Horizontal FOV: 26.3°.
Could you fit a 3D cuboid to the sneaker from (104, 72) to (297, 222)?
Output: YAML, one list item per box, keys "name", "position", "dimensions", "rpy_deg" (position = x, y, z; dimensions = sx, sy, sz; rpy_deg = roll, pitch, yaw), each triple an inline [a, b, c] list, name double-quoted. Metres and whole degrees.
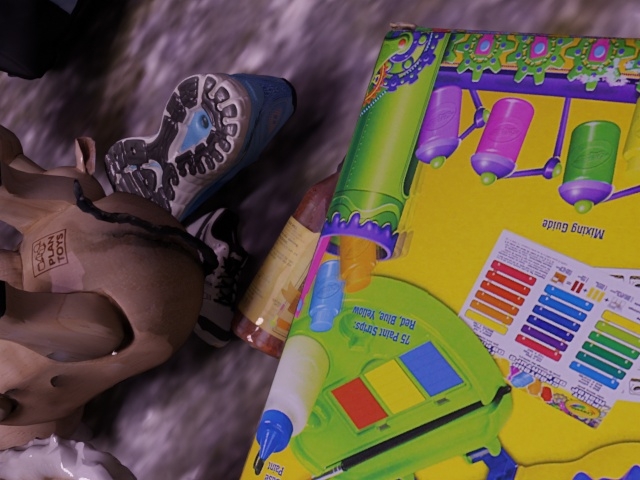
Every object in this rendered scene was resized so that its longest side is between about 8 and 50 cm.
- name: "sneaker"
  position: [-0.066, -0.046, 0.786]
  dimensions: [0.162, 0.073, 0.063]
  rpy_deg: [-31, 80, 50]

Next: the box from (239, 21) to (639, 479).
- name: "box"
  position: [0.134, 0.095, 0.447]
  dimensions: [0.290, 0.177, 0.279]
  rpy_deg: [13, 81, 45]

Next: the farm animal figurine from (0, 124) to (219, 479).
- name: "farm animal figurine"
  position: [-0.176, 0.042, 0.756]
  dimensions: [0.326, 0.172, 0.330]
  rpy_deg: [-15, 66, 45]

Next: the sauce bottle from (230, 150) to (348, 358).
- name: "sauce bottle"
  position: [0.000, 0.000, 0.710]
  dimensions: [0.042, 0.042, 0.128]
  rpy_deg: [39, 102, 45]

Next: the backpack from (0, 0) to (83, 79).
- name: "backpack"
  position: [-0.219, -0.327, 0.936]
  dimensions: [0.355, 0.273, 0.290]
  rpy_deg: [-53, 37, -5]

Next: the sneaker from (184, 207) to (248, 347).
- name: "sneaker"
  position: [-0.058, 0.018, 0.764]
  dimensions: [0.037, 0.032, 0.083]
  rpy_deg: [-31, 54, 30]
